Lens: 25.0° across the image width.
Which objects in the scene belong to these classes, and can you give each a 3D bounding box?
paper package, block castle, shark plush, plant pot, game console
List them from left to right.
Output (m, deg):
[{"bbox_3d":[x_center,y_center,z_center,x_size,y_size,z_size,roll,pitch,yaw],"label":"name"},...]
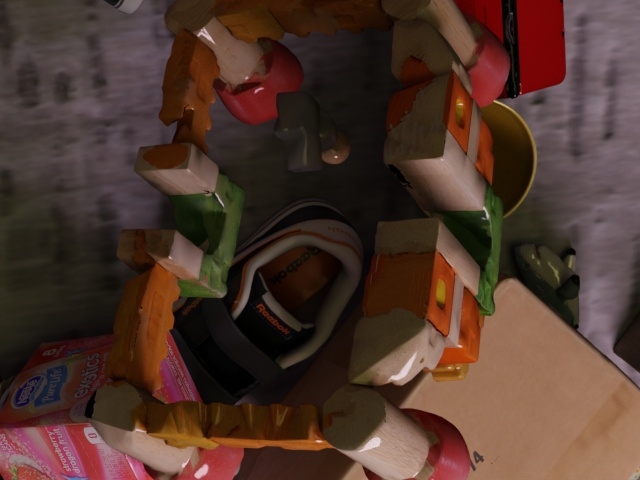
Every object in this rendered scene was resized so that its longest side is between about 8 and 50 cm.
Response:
[{"bbox_3d":[0.000,0.000,1.261,0.213,0.303,0.453,42,51,-57],"label":"block castle"},{"bbox_3d":[0.130,0.205,1.429,0.309,0.168,0.325,40,86,-32],"label":"paper package"},{"bbox_3d":[0.138,-0.086,1.459,0.134,0.095,0.134,-3,105,-13],"label":"plant pot"},{"bbox_3d":[0.182,-0.222,1.477,0.124,0.085,0.144,0,106,18],"label":"game console"},{"bbox_3d":[0.246,0.073,1.568,0.067,0.073,0.161,-3,128,7],"label":"shark plush"}]

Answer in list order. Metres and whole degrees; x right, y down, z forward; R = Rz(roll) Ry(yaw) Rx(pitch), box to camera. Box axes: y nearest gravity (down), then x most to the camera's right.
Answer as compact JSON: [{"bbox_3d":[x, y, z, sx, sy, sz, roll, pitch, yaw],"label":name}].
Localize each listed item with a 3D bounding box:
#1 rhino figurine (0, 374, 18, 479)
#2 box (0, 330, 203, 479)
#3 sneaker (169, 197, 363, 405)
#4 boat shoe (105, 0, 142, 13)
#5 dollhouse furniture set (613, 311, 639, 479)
[{"bbox_3d":[-0.342,0.151,1.405,0.073,0.106,0.243,-21,110,-38],"label":"rhino figurine"},{"bbox_3d":[-0.181,0.248,1.399,0.154,0.142,0.300,-9,120,26],"label":"box"},{"bbox_3d":[-0.088,0.091,1.437,0.126,0.127,0.321,42,93,-20],"label":"sneaker"},{"bbox_3d":[-0.167,-0.296,1.321,0.083,0.065,0.183,26,118,-22],"label":"boat shoe"},{"bbox_3d":[0.424,0.343,1.559,0.362,0.256,0.394,35,94,-20],"label":"dollhouse furniture set"}]
